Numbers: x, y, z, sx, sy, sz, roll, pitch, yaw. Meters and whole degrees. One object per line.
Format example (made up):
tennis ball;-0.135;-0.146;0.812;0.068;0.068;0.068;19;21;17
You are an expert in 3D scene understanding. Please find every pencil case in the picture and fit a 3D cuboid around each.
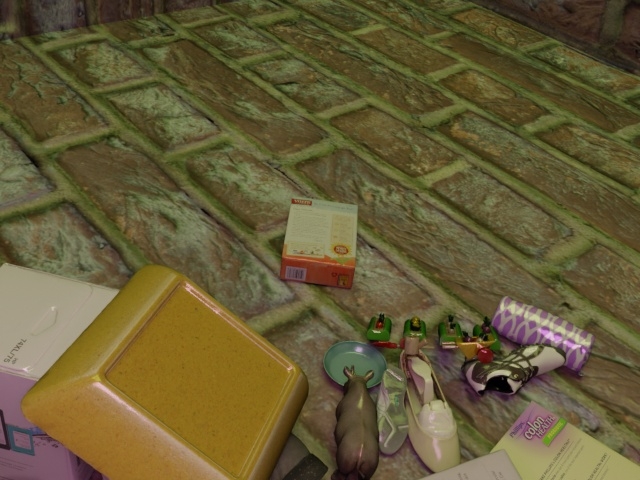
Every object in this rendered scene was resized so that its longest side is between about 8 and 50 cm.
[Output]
pencil case;0.439;0.182;1.465;0.206;0.086;0.088;27;7;21

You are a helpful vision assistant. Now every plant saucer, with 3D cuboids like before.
plant saucer;-0.172;0.199;1.020;0.333;0.081;0.332;39;36;-6
plant saucer;0.063;0.235;1.373;0.120;0.021;0.119;5;38;-4

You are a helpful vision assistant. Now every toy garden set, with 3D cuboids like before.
toy garden set;0.208;0.168;1.365;0.245;0.049;0.204;4;8;7

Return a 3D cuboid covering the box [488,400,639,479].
box;0.366;0.403;1.129;0.243;0.117;0.214;31;43;26

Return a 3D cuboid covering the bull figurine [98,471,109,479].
bull figurine;-0.257;0.238;1.168;0.101;0.188;0.310;14;38;17

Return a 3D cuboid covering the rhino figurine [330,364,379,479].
rhino figurine;0.059;0.296;1.222;0.073;0.106;0.243;7;37;-3

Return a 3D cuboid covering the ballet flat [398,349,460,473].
ballet flat;0.185;0.284;1.283;0.086;0.086;0.248;-2;38;-13

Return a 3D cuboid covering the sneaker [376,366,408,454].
sneaker;0.121;0.299;1.280;0.054;0.061;0.152;13;56;-6

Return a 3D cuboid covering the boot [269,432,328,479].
boot;-0.162;0.344;1.061;0.222;0.118;0.338;47;36;10

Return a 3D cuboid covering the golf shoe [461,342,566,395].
golf shoe;0.366;0.248;1.376;0.198;0.077;0.093;-7;41;-3

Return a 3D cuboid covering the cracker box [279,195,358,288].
cracker box;0.000;0.000;1.635;0.156;0.067;0.232;8;38;-1

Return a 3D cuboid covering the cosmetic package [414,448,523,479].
cosmetic package;0.106;0.427;0.917;0.366;0.155;0.197;-18;35;-3

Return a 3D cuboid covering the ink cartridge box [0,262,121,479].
ink cartridge box;-0.420;0.211;1.111;0.197;0.270;0.198;13;37;7
